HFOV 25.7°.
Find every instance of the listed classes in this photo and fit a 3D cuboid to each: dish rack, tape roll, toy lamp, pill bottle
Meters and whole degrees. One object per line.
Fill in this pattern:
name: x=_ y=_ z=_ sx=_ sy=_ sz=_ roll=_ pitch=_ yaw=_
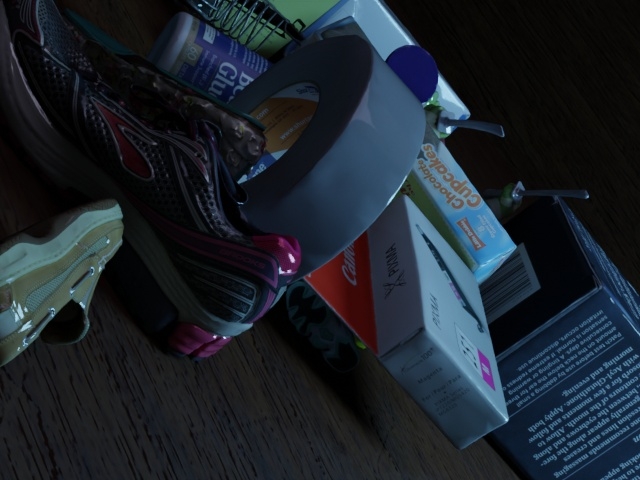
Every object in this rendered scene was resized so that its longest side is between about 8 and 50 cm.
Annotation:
dish rack: x=-0.135 y=-0.282 z=1.514 sx=0.208 sy=0.074 sz=0.271 roll=38 pitch=3 yaw=23
tape roll: x=-0.022 y=-0.064 z=1.135 sx=0.072 sy=0.219 sz=0.219 roll=45 pitch=15 yaw=-28
toy lamp: x=0.037 y=-0.186 z=1.692 sx=0.080 sy=0.080 sz=0.274 roll=48 pitch=-20 yaw=-18
pill bottle: x=-0.078 y=-0.128 z=1.285 sx=0.169 sy=0.094 sz=0.094 roll=29 pitch=21 yaw=-17

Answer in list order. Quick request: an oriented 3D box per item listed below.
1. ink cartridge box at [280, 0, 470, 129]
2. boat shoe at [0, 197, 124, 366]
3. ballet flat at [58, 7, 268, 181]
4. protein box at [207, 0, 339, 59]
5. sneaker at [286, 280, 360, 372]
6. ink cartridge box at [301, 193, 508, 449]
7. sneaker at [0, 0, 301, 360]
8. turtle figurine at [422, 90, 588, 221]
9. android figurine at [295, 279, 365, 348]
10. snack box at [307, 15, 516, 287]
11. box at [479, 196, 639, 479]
ink cartridge box: x=0.035 y=-0.301 z=2.025 sx=0.270 sy=0.151 sz=0.395 roll=46 pitch=12 yaw=-32
boat shoe: x=-0.159 y=0.027 z=0.814 sx=0.072 sy=0.068 sz=0.190 roll=64 pitch=23 yaw=-6
ballet flat: x=-0.145 y=-0.108 z=1.110 sx=0.241 sy=0.077 sz=0.091 roll=33 pitch=3 yaw=32
protein box: x=-0.075 y=-0.368 z=1.755 sx=0.200 sy=0.201 sz=0.136 roll=36 pitch=22 yaw=-50
sneaker: x=-0.001 y=0.068 z=1.270 sx=0.098 sy=0.038 sz=0.069 roll=58 pitch=10 yaw=-20
ink cartridge box: x=0.070 y=0.030 z=1.312 sx=0.239 sy=0.060 sz=0.275 roll=49 pitch=17 yaw=-21
sneaker: x=-0.130 y=-0.063 z=1.010 sx=0.299 sy=0.112 sz=0.121 roll=53 pitch=14 yaw=4
turtle figurine: x=0.173 y=-0.112 z=1.711 sx=0.197 sy=0.275 sz=0.266 roll=4 pitch=46 yaw=-33
android figurine: x=0.000 y=0.000 z=1.402 sx=0.273 sy=0.056 sz=0.248 roll=53 pitch=13 yaw=10
snack box: x=0.074 y=-0.070 z=1.578 sx=0.322 sy=0.060 sz=0.187 roll=56 pitch=-29 yaw=13
box: x=0.337 y=0.189 z=1.700 sx=0.395 sy=0.212 sz=0.293 roll=49 pitch=14 yaw=-19
